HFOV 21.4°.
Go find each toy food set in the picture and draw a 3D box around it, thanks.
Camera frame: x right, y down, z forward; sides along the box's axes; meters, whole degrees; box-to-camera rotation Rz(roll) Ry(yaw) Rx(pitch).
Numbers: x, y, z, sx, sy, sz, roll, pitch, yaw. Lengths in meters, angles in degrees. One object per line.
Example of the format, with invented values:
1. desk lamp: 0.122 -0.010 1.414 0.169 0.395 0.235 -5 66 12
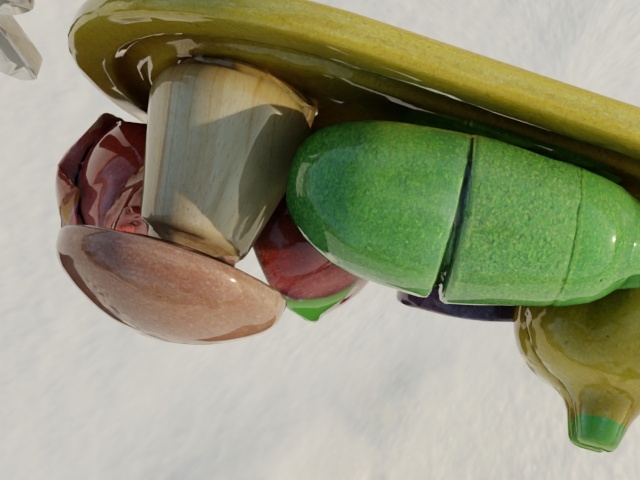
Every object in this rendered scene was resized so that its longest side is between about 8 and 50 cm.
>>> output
1. toy food set: 0.000 0.000 0.390 0.217 0.128 0.071 18 77 -2
